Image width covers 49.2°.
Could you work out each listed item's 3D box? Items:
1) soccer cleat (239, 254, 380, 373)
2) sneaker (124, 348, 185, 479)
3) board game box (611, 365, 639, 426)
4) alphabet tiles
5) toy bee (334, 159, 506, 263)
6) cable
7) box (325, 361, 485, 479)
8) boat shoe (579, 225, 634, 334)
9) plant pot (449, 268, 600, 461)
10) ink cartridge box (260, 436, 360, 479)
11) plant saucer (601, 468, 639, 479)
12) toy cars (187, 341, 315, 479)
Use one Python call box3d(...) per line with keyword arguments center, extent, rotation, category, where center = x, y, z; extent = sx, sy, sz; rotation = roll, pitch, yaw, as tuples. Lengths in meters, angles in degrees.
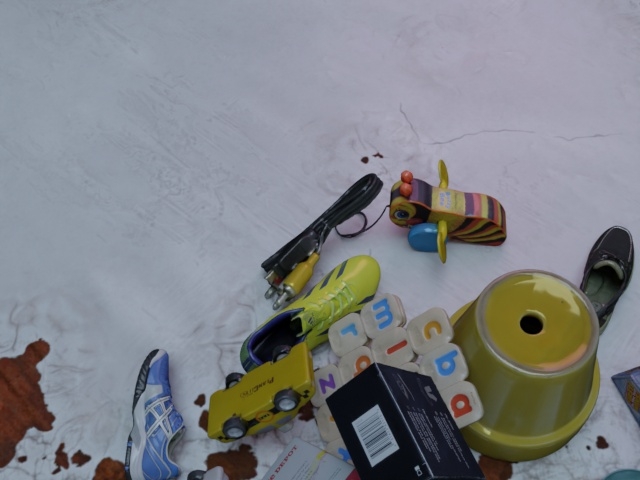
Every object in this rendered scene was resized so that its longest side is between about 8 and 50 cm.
box3d(center=(-0.006, 0.122, 1.138), extent=(0.289, 0.121, 0.093), rotation=(-38, 80, -15), category="soccer cleat")
box3d(center=(-0.253, 0.276, 1.102), extent=(0.081, 0.080, 0.211), rotation=(1, 68, -3), category="sneaker")
box3d(center=(0.513, 0.238, 1.024), extent=(0.060, 0.194, 0.194), rotation=(-17, 44, -8), category="board game box")
box3d(center=(0.100, 0.229, 1.035), extent=(0.278, 0.021, 0.284), rotation=(-35, 57, 30), category="alphabet tiles")
box3d(center=(0.183, -0.048, 1.218), extent=(0.298, 0.162, 0.195), rotation=(-15, 60, -5), category="toy bee")
box3d(center=(0.000, 0.000, 1.224), extent=(0.287, 0.139, 0.072), rotation=(-43, 107, -11), category="cable")
box3d(center=(0.109, 0.253, 0.895), extent=(0.093, 0.158, 0.156), rotation=(-40, 55, 19), category="box")
box3d(center=(0.485, 0.058, 1.179), extent=(0.080, 0.073, 0.224), rotation=(24, 63, 18), category="boat shoe")
box3d(center=(0.293, 0.168, 1.029), extent=(0.253, 0.239, 0.254), rotation=(-2, 57, 4), category="plant pot")
box3d(center=(0.009, 0.374, 0.945), extent=(0.176, 0.127, 0.128), rotation=(10, 51, 51), category="ink cartridge box")
box3d(center=(0.452, 0.391, 1.006), extent=(0.119, 0.021, 0.119), rotation=(-2, 57, 3), category="plant saucer")
box3d(center=(-0.130, 0.318, 1.003), extent=(0.176, 0.087, 0.394), rotation=(12, 61, 53), category="toy cars")
